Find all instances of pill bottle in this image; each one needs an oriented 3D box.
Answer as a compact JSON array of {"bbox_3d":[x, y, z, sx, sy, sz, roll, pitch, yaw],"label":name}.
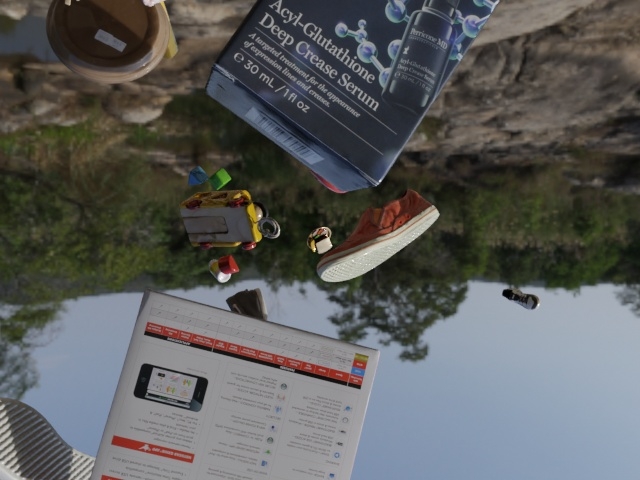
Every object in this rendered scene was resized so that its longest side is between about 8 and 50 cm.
[{"bbox_3d":[-0.301,0.087,2.084,0.043,0.043,0.083,0,-156,-34],"label":"pill bottle"}]

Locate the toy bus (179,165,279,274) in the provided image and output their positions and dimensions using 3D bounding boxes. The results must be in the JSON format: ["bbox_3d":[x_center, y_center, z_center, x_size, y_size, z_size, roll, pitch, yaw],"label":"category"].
[{"bbox_3d":[-0.168,-0.049,1.361,0.191,0.202,0.104,-53,176,39],"label":"toy bus"}]

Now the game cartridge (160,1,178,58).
[{"bbox_3d":[-0.529,-0.650,1.854,0.285,0.052,0.323,29,159,17],"label":"game cartridge"}]

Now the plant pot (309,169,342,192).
[{"bbox_3d":[0.057,-0.241,1.922,0.174,0.191,0.191,-42,162,20],"label":"plant pot"}]

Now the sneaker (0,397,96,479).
[{"bbox_3d":[-0.429,0.323,0.977,0.161,0.102,0.282,-15,132,17],"label":"sneaker"}]

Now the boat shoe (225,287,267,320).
[{"bbox_3d":[-0.163,0.288,1.838,0.095,0.335,0.112,-14,160,-13],"label":"boat shoe"}]

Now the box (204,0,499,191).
[{"bbox_3d":[0.052,-0.320,1.105,0.293,0.395,0.212,34,173,-12],"label":"box"}]

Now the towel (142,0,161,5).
[{"bbox_3d":[-0.263,-0.677,1.439,0.317,0.332,0.053,-20,163,8],"label":"towel"}]

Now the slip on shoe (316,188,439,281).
[{"bbox_3d":[0.109,-0.013,1.468,0.331,0.101,0.123,-31,163,-33],"label":"slip on shoe"}]

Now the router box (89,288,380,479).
[{"bbox_3d":[-0.118,0.253,0.967,0.335,0.301,0.082,16,172,-8],"label":"router box"}]

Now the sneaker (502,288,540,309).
[{"bbox_3d":[0.379,0.112,1.342,0.037,0.032,0.083,9,-175,-28],"label":"sneaker"}]

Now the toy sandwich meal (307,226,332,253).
[{"bbox_3d":[0.000,0.000,1.983,0.085,0.085,0.029,0,-142,-39],"label":"toy sandwich meal"}]

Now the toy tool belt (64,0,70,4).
[{"bbox_3d":[-0.507,-0.531,1.504,0.083,0.051,0.052,-7,-167,-3],"label":"toy tool belt"}]

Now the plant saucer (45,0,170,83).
[{"bbox_3d":[-0.489,-0.499,1.632,0.278,0.278,0.041,0,169,-14],"label":"plant saucer"}]
